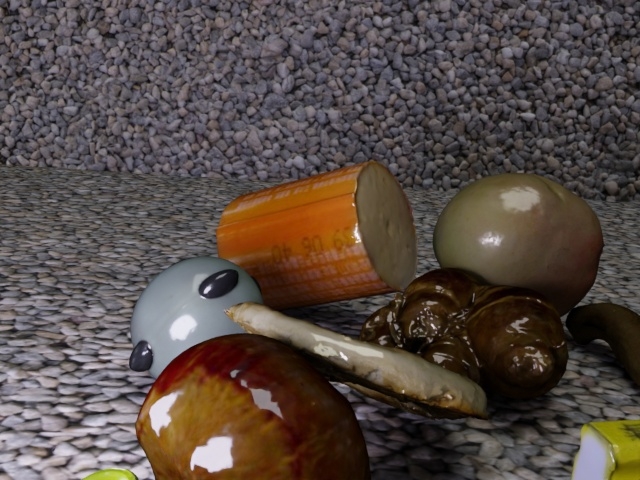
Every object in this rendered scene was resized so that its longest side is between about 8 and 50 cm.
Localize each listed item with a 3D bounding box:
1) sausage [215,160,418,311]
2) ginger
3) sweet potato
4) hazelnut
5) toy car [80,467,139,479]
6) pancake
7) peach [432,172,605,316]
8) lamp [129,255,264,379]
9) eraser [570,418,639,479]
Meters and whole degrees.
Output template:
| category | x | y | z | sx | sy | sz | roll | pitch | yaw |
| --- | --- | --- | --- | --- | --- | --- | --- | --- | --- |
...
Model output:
| category | x | y | z | sx | sy | sz | roll | pitch | yaw |
| --- | --- | --- | --- | --- | --- | --- | --- | --- | --- |
| sausage | 0.000 | 0.000 | 1.398 | 0.287 | 0.233 | 0.233 | -12 | 4 | 33 |
| ginger | 0.221 | 0.142 | 1.203 | 0.274 | 0.152 | 0.357 | -7 | 16 | -37 |
| sweet potato | 0.500 | 0.180 | 1.304 | 0.112 | 0.085 | 0.286 | -30 | 27 | 5 |
| hazelnut | -0.051 | 0.194 | 0.766 | 0.218 | 0.234 | 0.218 | -27 | -8 | -4 |
| toy car | -0.188 | 0.297 | 0.566 | 0.235 | 0.145 | 0.235 | -10 | 22 | 4 |
| pancake | 0.041 | 0.149 | 0.968 | 0.356 | 0.065 | 0.356 | 20 | -9 | 3 |
| peach | 0.350 | 0.020 | 1.425 | 0.292 | 0.292 | 0.247 | 10 | 30 | 22 |
| lamp | -0.164 | 0.118 | 1.153 | 0.197 | 0.198 | 0.244 | 7 | -3 | 13 |
| eraser | 0.353 | 0.255 | 0.786 | 0.226 | 0.158 | 0.069 | 0 | 17 | -13 |
